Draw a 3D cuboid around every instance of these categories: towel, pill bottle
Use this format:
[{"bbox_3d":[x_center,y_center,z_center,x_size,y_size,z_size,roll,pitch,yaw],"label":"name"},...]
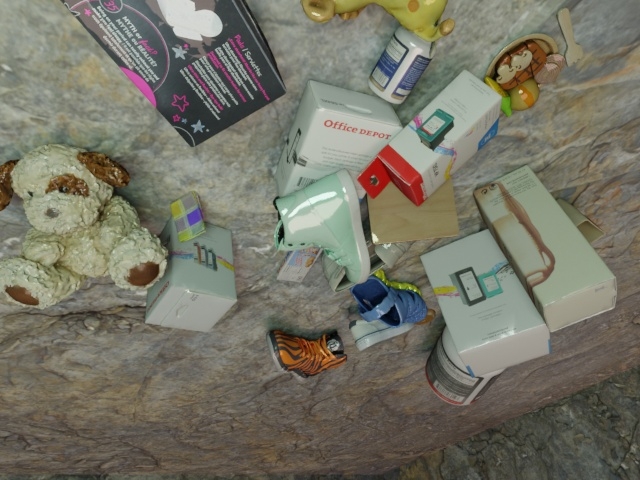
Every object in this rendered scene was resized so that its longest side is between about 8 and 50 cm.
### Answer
[{"bbox_3d":[-0.242,-0.043,0.780,0.060,0.083,0.009,-24,162,13],"label":"towel"},{"bbox_3d":[0.472,0.358,1.359,0.210,0.210,0.363,-6,140,-9],"label":"pill bottle"},{"bbox_3d":[0.126,-0.268,0.629,0.067,0.067,0.120,11,135,-27],"label":"pill bottle"}]

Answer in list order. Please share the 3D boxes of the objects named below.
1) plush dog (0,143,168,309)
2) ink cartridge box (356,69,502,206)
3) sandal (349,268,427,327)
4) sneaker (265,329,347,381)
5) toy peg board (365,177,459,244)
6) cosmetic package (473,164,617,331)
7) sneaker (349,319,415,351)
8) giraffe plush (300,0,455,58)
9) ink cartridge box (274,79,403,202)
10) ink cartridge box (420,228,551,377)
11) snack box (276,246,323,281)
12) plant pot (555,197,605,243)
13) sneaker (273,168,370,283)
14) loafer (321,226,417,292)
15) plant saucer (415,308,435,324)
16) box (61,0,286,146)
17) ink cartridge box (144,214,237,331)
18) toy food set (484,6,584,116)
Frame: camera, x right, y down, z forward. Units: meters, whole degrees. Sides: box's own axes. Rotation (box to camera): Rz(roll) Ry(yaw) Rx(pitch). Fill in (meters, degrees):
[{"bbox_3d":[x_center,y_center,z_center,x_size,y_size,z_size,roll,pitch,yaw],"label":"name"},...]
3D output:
[{"bbox_3d":[-0.382,-0.044,0.686,0.262,0.210,0.225,-10,121,0],"label":"plush dog"},{"bbox_3d":[0.177,-0.142,0.701,0.231,0.078,0.134,-44,159,7],"label":"ink cartridge box"},{"bbox_3d":[0.177,0.169,1.109,0.126,0.138,0.317,-40,136,26],"label":"sandal"},{"bbox_3d":[-0.031,0.306,1.240,0.180,0.124,0.321,-24,151,6],"label":"sneaker"},{"bbox_3d":[0.165,-0.075,0.826,0.161,0.161,0.079,-6,173,-3],"label":"toy peg board"},{"bbox_3d":[0.442,0.012,0.871,0.129,0.296,0.153,-28,138,15],"label":"cosmetic package"},{"bbox_3d":[0.183,0.240,1.232,0.258,0.091,0.094,-1,149,-50],"label":"sneaker"},{"bbox_3d":[0.061,-0.318,0.483,0.170,0.181,0.210,2,122,-1],"label":"giraffe plush"},{"bbox_3d":[0.021,-0.147,0.727,0.148,0.086,0.203,6,137,-23],"label":"ink cartridge box"},{"bbox_3d":[0.394,0.150,1.043,0.197,0.270,0.198,-24,140,14],"label":"ink cartridge box"},{"bbox_3d":[-0.039,0.033,0.972,0.064,0.022,0.178,10,135,-25],"label":"snack box"},{"bbox_3d":[0.572,-0.034,1.013,0.109,0.096,0.109,20,130,-35],"label":"plant pot"},{"bbox_3d":[0.000,-0.001,0.755,0.151,0.094,0.256,-19,135,-2],"label":"sneaker"},{"bbox_3d":[0.145,0.010,0.927,0.319,0.111,0.112,-34,135,22],"label":"loafer"},{"bbox_3d":[0.317,0.239,1.326,0.083,0.015,0.083,-8,140,-7],"label":"plant saucer"},{"bbox_3d":[-0.162,-0.264,0.475,0.142,0.163,0.247,-26,140,9],"label":"box"},{"bbox_3d":[-0.250,0.066,0.828,0.127,0.176,0.128,19,131,-34],"label":"ink cartridge box"},{"bbox_3d":[0.335,-0.272,0.707,0.192,0.038,0.132,-33,137,22],"label":"toy food set"}]
